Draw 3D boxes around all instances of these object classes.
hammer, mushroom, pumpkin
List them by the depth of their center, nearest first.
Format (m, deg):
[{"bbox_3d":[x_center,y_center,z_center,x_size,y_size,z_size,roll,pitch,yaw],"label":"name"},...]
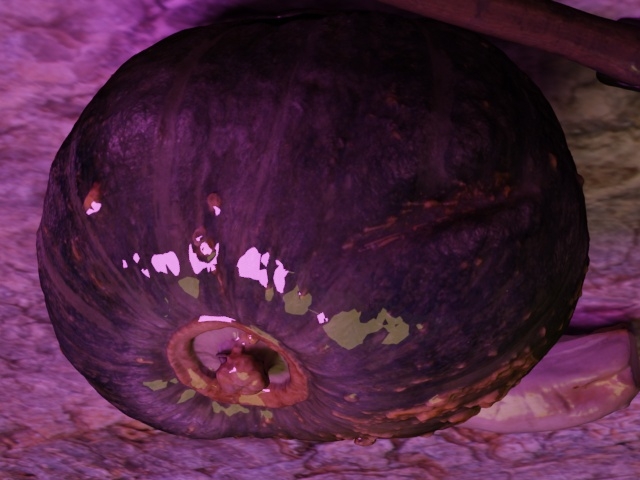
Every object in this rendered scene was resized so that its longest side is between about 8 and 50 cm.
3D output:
[{"bbox_3d":[0.059,-0.138,0.875,0.440,0.044,0.168,16,-172,-21],"label":"hammer"},{"bbox_3d":[0.000,0.000,1.023,0.328,0.257,0.291,11,144,8],"label":"pumpkin"},{"bbox_3d":[0.088,0.099,1.363,0.351,0.095,0.122,5,134,0],"label":"mushroom"}]
